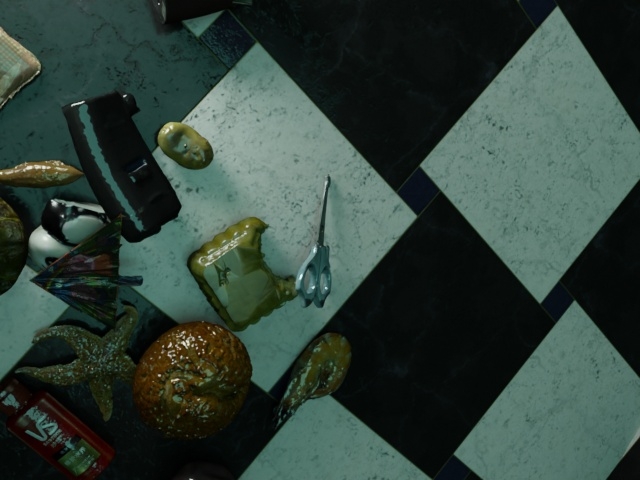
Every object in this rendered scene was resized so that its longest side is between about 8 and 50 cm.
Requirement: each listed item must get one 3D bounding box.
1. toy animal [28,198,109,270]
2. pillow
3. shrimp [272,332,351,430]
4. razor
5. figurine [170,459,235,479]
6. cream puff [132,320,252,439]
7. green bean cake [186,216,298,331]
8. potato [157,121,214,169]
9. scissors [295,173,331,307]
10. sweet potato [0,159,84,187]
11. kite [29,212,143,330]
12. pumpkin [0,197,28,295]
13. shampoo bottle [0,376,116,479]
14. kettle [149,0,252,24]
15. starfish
[{"bbox_3d":[-0.554,-0.006,1.283,0.166,0.138,0.179,19,101,-49],"label":"toy animal"},{"bbox_3d":[-0.711,-0.343,1.221,0.135,0.034,0.211,42,85,-24],"label":"pillow"},{"bbox_3d":[-0.021,0.399,1.605,0.164,0.062,0.317,39,82,-25],"label":"shrimp"},{"bbox_3d":[-0.440,-0.167,1.287,0.189,0.107,0.327,-49,122,-55],"label":"razor"},{"bbox_3d":[-0.370,0.706,1.445,0.365,0.206,0.218,-31,95,-12],"label":"figurine"},{"bbox_3d":[-0.301,0.347,1.398,0.303,0.212,0.303,-7,105,-26],"label":"cream puff"},{"bbox_3d":[-0.187,0.085,1.450,0.233,0.124,0.236,-34,109,-13],"label":"green bean cake"},{"bbox_3d":[-0.320,-0.224,1.373,0.138,0.070,0.091,36,90,-21],"label":"potato"},{"bbox_3d":[0.001,0.000,1.525,0.191,0.029,0.360,19,79,-63],"label":"scissors"},{"bbox_3d":[-0.633,-0.146,1.276,0.206,0.060,0.068,-6,64,-19],"label":"sweet potato"},{"bbox_3d":[-0.511,0.078,1.267,0.234,0.016,0.321,2,122,-21],"label":"kite"},{"bbox_3d":[-0.734,0.012,1.169,0.260,0.189,0.260,0,97,-2],"label":"pumpkin"},{"bbox_3d":[-0.635,0.451,1.365,0.118,0.076,0.314,-40,111,-6],"label":"shampoo bottle"},{"bbox_3d":[-0.273,-0.601,1.305,0.232,0.144,0.202,-20,75,-23],"label":"kettle"},{"bbox_3d":[-0.537,0.308,1.389,0.299,0.060,0.302,-33,110,-15],"label":"starfish"}]
